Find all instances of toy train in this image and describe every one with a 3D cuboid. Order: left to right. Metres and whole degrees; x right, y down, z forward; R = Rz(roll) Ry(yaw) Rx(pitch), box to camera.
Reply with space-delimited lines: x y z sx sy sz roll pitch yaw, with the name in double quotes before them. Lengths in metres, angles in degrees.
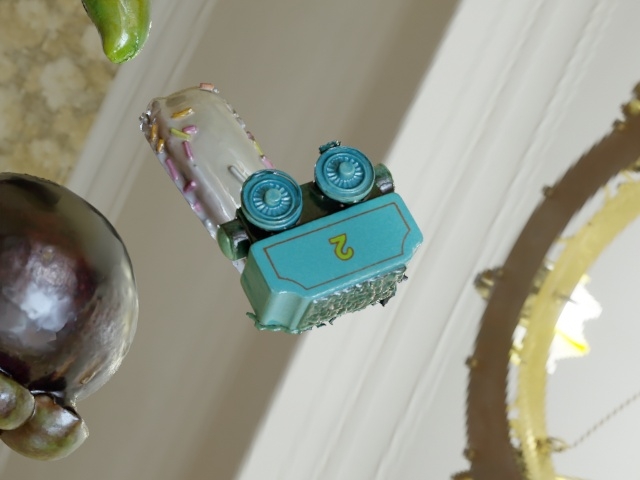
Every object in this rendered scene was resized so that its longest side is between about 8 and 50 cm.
"toy train" 0.000 0.000 1.273 0.163 0.203 0.112 62 -20 19

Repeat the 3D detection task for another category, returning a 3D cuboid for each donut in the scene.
"donut" -0.139 -0.090 1.952 0.142 0.382 0.382 -35 -142 1

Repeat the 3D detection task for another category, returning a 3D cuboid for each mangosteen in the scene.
"mangosteen" -0.363 0.093 1.356 0.307 0.307 0.346 -27 -137 42

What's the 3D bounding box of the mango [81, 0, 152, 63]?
"mango" -0.345 -0.405 2.035 0.111 0.125 0.232 -36 -129 49
